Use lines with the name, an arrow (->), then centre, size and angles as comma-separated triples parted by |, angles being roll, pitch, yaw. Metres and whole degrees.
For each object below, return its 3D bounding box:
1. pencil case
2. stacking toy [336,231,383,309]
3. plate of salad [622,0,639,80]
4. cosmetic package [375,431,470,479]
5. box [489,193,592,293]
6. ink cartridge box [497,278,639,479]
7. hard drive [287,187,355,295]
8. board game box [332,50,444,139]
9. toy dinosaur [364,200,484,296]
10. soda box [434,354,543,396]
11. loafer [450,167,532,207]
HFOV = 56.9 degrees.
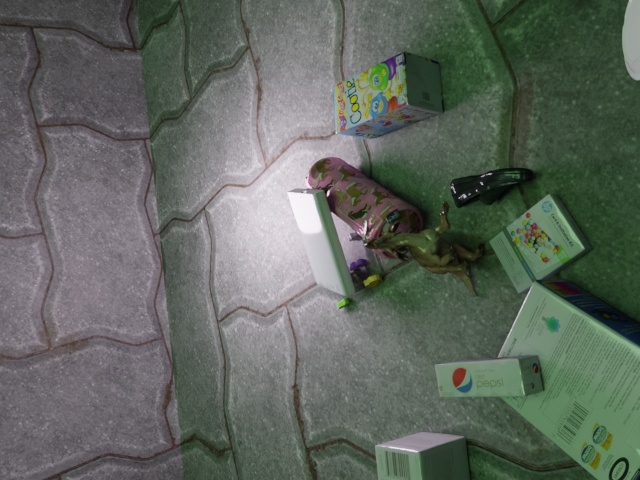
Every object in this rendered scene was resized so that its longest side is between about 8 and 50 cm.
pencil case -> 0.112, -0.101, 1.660 | 0.160, 0.167, 0.386 | -58, 44, 9
stacking toy -> 0.085, 0.091, 1.786 | 0.221, 0.052, 0.167 | -40, 60, 44
plate of salad -> 0.604, -0.397, 1.084 | 0.048, 0.200, 0.200 | 2, 92, 7
cosmetic package -> 0.256, 0.573, 1.466 | 0.151, 0.183, 0.151 | -14, 78, 50
box -> 0.482, 0.010, 1.310 | 0.186, 0.038, 0.145 | -45, 56, 39
ink cartridge box -> 0.549, 0.287, 1.135 | 0.395, 0.151, 0.270 | 41, 121, 45
hard drive -> 0.000, 0.000, 1.729 | 0.203, 0.040, 0.308 | 14, 124, 64
board game box -> 0.177, -0.384, 1.604 | 0.275, 0.144, 0.142 | -12, 80, 49
toy dinosaur -> 0.266, 0.030, 1.446 | 0.200, 0.295, 0.127 | -20, 40, 44
soda box -> 0.343, 0.283, 1.224 | 0.216, 0.069, 0.074 | -20, 75, 50
loafer -> 0.400, -0.122, 1.388 | 0.223, 0.076, 0.078 | -10, 87, 55
